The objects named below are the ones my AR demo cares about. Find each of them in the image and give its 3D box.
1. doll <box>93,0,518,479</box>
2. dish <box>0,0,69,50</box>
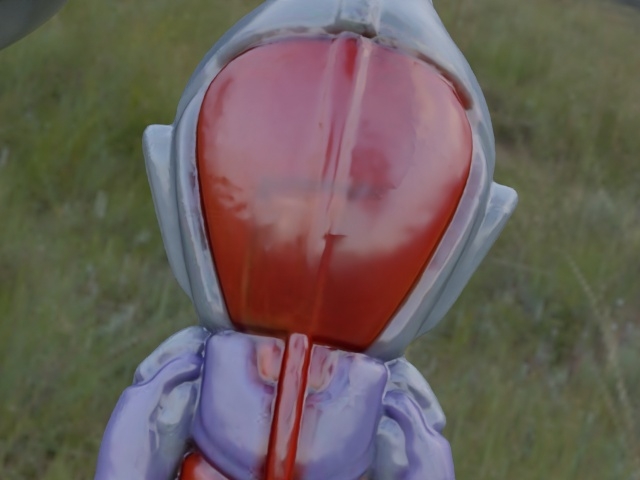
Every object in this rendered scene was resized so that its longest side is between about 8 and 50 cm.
[{"bbox_3d":[0.000,0.000,0.434,0.102,0.227,0.075,8,-13,-4],"label":"doll"},{"bbox_3d":[-0.213,-0.229,0.908,0.324,0.324,0.124,7,19,-45],"label":"dish"}]
